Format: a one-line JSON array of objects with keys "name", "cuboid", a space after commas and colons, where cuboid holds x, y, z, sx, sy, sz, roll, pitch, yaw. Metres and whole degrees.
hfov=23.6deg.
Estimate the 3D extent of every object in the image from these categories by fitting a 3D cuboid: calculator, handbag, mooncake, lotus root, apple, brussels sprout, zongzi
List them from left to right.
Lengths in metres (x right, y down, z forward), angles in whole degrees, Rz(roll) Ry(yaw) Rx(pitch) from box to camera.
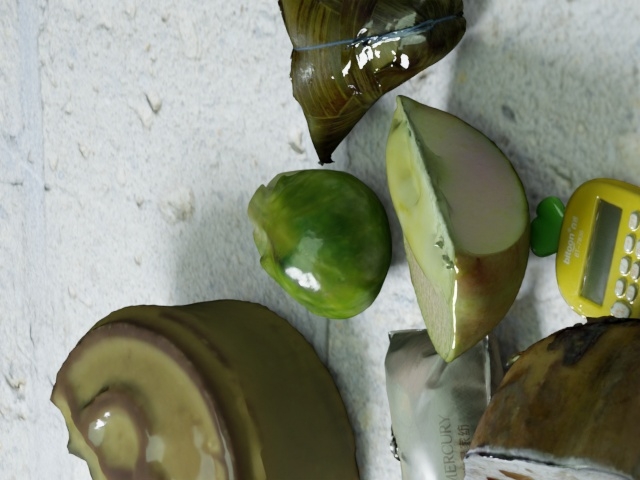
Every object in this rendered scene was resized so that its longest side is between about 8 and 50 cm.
[{"name": "mooncake", "cuboid": [-0.153, 0.268, 1.888, 0.394, 0.246, 0.393, 22, 111, 42]}, {"name": "brussels sprout", "cuboid": [0.004, -0.004, 1.695, 0.181, 0.144, 0.161, 45, 168, 18]}, {"name": "zongzi", "cuboid": [0.057, -0.166, 1.610, 0.221, 0.112, 0.242, 22, 124, 45]}, {"name": "handbag", "cuboid": [0.134, 0.210, 1.616, 0.182, 0.117, 0.270, 0, 98, 59]}, {"name": "apple", "cuboid": [0.139, -0.002, 1.533, 0.265, 0.120, 0.193, -105, 13, -47]}, {"name": "lotus root", "cuboid": [0.257, 0.169, 1.362, 0.272, 0.272, 0.192, -5, 64, 51]}, {"name": "calculator", "cuboid": [0.289, 0.021, 1.431, 0.235, 0.032, 0.146, 30, 122, 41]}]
